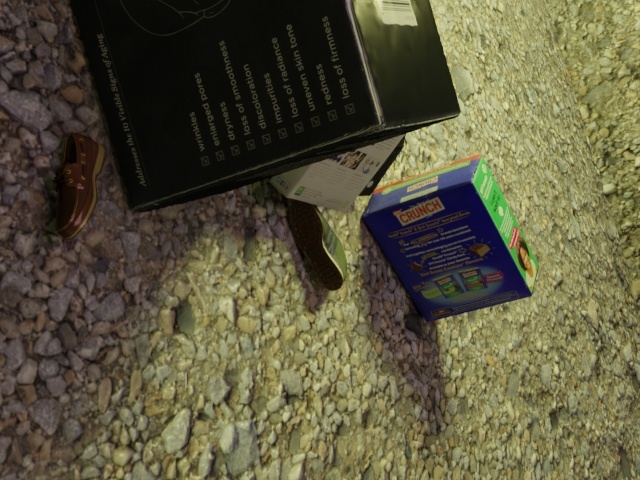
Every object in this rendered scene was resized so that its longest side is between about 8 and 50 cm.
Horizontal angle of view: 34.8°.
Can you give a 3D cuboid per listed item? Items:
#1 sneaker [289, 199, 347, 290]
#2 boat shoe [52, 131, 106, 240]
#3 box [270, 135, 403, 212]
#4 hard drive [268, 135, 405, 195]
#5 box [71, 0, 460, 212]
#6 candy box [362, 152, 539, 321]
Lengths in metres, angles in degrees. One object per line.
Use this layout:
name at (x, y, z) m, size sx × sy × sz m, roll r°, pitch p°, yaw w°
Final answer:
sneaker at (0.000, 0.000, 1.989) m, size 0.192 × 0.064 × 0.086 m, roll 66°, pitch 19°, yaw -7°
boat shoe at (-0.357, -0.080, 1.468) m, size 0.060 × 0.064 × 0.178 m, roll 37°, pitch 42°, yaw -37°
box at (0.071, -0.203, 1.891) m, size 0.058 × 0.322 × 0.232 m, roll 45°, pitch 15°, yaw 25°
hard drive at (0.056, -0.201, 2.005) m, size 0.064 × 0.237 × 0.339 m, roll 43°, pitch 23°, yaw 25°
box at (-0.102, -0.342, 1.577) m, size 0.297 × 0.471 × 0.480 m, roll -19°, pitch 93°, yaw -59°
candy box at (0.287, 0.001, 2.226) m, size 0.317 × 0.268 × 0.122 m, roll 57°, pitch 33°, yaw -26°
